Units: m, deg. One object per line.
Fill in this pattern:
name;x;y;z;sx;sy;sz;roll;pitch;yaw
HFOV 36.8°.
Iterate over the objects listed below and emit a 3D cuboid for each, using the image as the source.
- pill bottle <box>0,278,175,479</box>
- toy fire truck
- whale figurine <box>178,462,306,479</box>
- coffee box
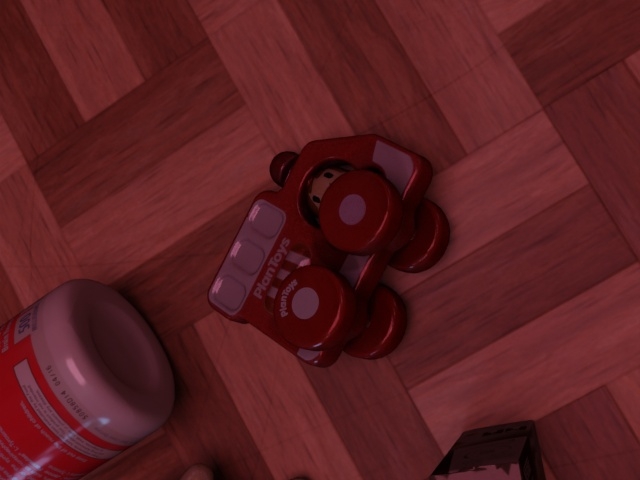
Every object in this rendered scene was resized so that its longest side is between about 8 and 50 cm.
pill bottle;-0.416;0.246;1.288;0.407;0.229;0.229;-34;80;13
toy fire truck;0.000;0.000;1.219;0.253;0.169;0.302;29;96;33
whale figurine;-0.134;0.398;1.272;0.271;0.141;0.216;-17;84;-9
coffee box;0.202;0.300;1.097;0.098;0.246;0.141;-13;85;15
